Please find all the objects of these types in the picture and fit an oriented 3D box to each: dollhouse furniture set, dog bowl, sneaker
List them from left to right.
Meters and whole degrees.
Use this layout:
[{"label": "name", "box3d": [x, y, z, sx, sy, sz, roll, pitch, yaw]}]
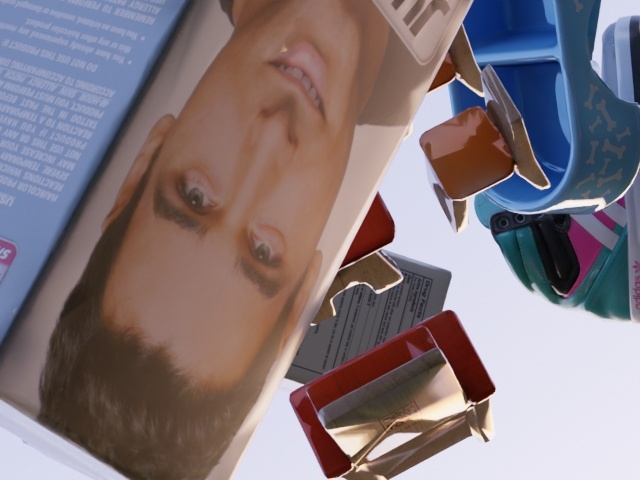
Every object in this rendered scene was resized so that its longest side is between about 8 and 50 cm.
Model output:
[{"label": "dollhouse furniture set", "box3d": [0.000, 0.000, 1.013, 0.262, 0.259, 0.135, -28, -29, 2]}, {"label": "dog bowl", "box3d": [0.177, -0.160, 1.561, 0.074, 0.166, 0.297, -16, -78, -41]}, {"label": "sneaker", "box3d": [0.234, -0.064, 1.739, 0.178, 0.124, 0.295, 2, -75, 20]}]

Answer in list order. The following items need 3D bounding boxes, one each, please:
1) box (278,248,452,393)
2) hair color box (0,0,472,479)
[{"label": "box", "box3d": [-0.014, 0.070, 1.761, 0.232, 0.127, 0.149, 19, -102, -15]}, {"label": "hair color box", "box3d": [-0.048, -0.082, 0.819, 0.374, 0.113, 0.185, -63, -35, -12]}]
